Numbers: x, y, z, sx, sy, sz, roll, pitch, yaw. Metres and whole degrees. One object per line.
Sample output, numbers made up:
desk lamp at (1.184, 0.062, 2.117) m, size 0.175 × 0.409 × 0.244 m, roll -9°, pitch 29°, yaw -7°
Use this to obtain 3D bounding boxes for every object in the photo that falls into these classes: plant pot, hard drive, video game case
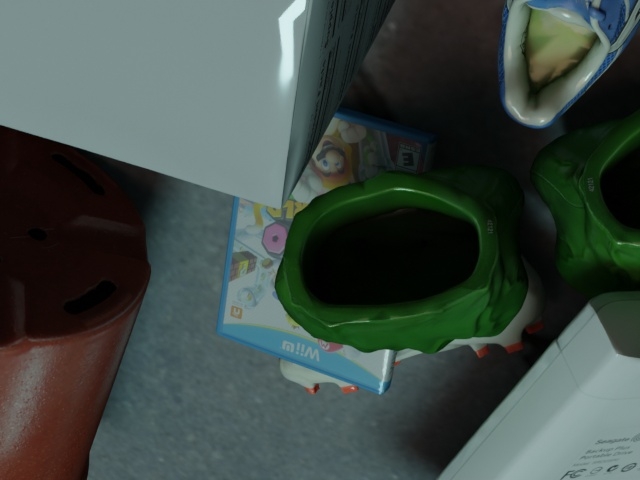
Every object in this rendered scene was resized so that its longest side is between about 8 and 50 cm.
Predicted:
plant pot at (-0.245, 0.077, 0.886) m, size 0.272 × 0.272 × 0.265 m, roll 29°, pitch 125°, yaw -3°
hard drive at (0.169, 0.150, 0.820) m, size 0.233 × 0.047 × 0.353 m, roll 0°, pitch 141°, yaw -29°
video game case at (0.000, 0.000, 0.821) m, size 0.119 × 0.015 × 0.166 m, roll 18°, pitch 115°, yaw 20°

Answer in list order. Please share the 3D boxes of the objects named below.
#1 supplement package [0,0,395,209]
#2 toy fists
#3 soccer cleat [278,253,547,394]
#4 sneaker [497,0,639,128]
supplement package at (-0.066, -0.153, 0.638) m, size 0.194 × 0.203 × 0.149 m, roll 18°, pitch 133°, yaw 9°
toy fists at (0.112, -0.005, 0.713) m, size 0.279 × 0.096 × 0.142 m, roll -15°, pitch 162°, yaw 5°
soccer cleat at (0.050, 0.043, 0.858) m, size 0.196 × 0.068 × 0.076 m, roll -17°, pitch 101°, yaw 34°
sneaker at (0.139, -0.141, 0.646) m, size 0.080 × 0.081 × 0.211 m, roll 21°, pitch 132°, yaw 7°
